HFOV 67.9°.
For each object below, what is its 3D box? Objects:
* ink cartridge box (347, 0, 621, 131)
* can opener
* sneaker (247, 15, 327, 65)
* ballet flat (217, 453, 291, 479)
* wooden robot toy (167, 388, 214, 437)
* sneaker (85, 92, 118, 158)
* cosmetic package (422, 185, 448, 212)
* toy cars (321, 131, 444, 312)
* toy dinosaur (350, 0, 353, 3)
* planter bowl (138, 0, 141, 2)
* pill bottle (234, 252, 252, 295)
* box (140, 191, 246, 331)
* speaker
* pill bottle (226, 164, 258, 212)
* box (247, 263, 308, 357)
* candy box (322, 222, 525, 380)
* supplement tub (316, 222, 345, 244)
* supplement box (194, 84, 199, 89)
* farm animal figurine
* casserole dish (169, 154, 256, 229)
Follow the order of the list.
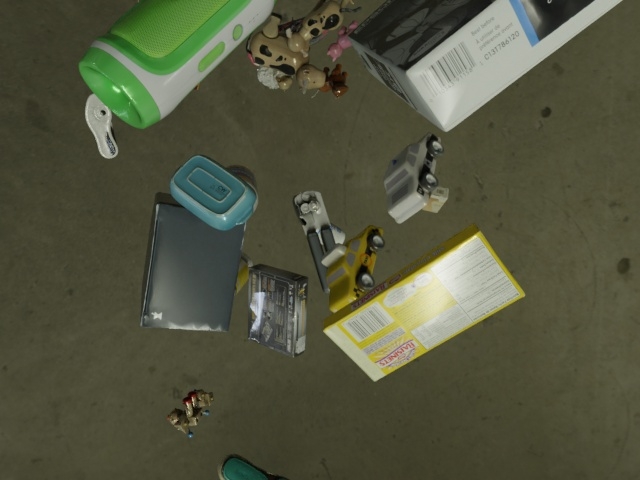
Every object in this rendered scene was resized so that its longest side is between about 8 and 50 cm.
[{"bbox_3d":[0.120,-0.220,0.465,0.165,0.333,0.065,-38,115,12],"label":"ink cartridge box"},{"bbox_3d":[0.000,0.000,1.249,0.074,0.093,0.280,-16,78,-11],"label":"can opener"},{"bbox_3d":[-0.110,-0.689,1.607,0.299,0.112,0.121,-28,110,-4],"label":"sneaker"},{"bbox_3d":[-0.120,0.551,1.045,0.248,0.086,0.086,36,105,-3],"label":"ballet flat"},{"bbox_3d":[-0.313,0.389,1.093,0.079,0.173,0.076,-12,98,11],"label":"wooden robot toy"},{"bbox_3d":[-0.737,-0.393,1.585,0.079,0.121,0.217,-15,125,-24],"label":"sneaker"},{"bbox_3d":[0.398,-0.143,1.652,0.060,0.115,0.041,12,67,1],"label":"cosmetic package"},{"bbox_3d":[0.106,-0.044,0.894,0.087,0.176,0.394,31,93,-14],"label":"toy cars"},{"bbox_3d":[-0.002,-0.697,1.217,0.211,0.064,0.112,2,116,-29],"label":"toy dinosaur"},{"bbox_3d":[-0.399,-0.628,1.303,0.162,0.109,0.162,0,70,1],"label":"planter bowl"},{"bbox_3d":[-0.316,0.124,1.646,0.119,0.208,0.119,5,113,12],"label":"pill bottle"},{"bbox_3d":[-0.356,0.039,1.284,0.212,0.395,0.293,8,97,-20],"label":"box"},{"bbox_3d":[-0.188,-0.297,0.670,0.131,0.131,0.296,45,68,-22],"label":"speaker"},{"bbox_3d":[-0.293,-0.160,1.658,0.152,0.272,0.152,-4,113,-8],"label":"pill bottle"},{"bbox_3d":[-0.126,0.198,1.368,0.183,0.056,0.231,12,106,35],"label":"box"},{"bbox_3d":[0.114,0.077,0.541,0.206,0.027,0.105,-35,116,16],"label":"candy box"},{"bbox_3d":[0.013,-0.024,1.418,0.107,0.071,0.071,28,107,-32],"label":"supplement tub"},{"bbox_3d":[-0.365,-0.440,1.287,0.043,0.083,0.055,34,122,10],"label":"supplement box"},{"bbox_3d":[-0.052,-0.503,1.285,0.326,0.172,0.330,15,156,12],"label":"farm animal figurine"},{"bbox_3d":[-0.213,-0.100,0.923,0.188,0.037,0.114,35,72,14],"label":"casserole dish"}]
